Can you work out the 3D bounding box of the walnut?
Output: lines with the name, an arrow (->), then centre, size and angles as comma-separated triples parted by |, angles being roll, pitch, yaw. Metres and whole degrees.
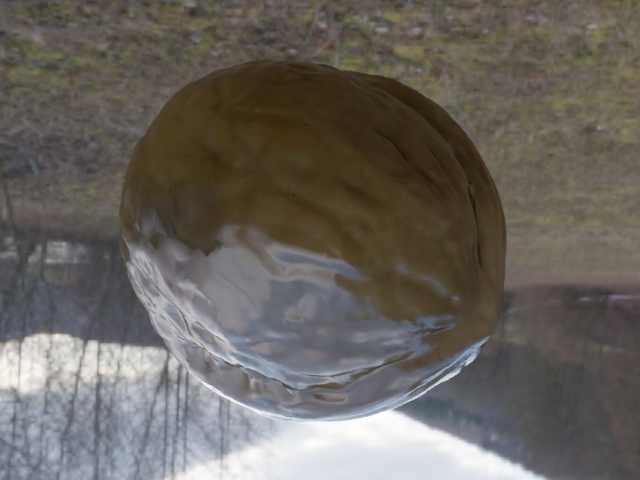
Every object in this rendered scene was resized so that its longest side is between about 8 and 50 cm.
walnut -> 0.000, 0.000, 0.747 | 0.332, 0.333, 0.333 | 1, 177, 0
